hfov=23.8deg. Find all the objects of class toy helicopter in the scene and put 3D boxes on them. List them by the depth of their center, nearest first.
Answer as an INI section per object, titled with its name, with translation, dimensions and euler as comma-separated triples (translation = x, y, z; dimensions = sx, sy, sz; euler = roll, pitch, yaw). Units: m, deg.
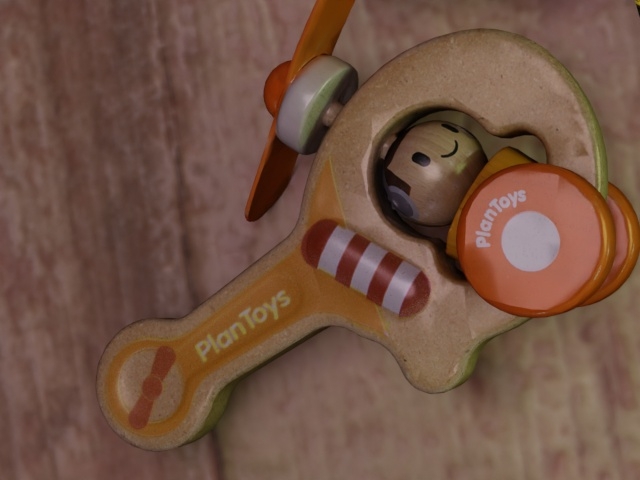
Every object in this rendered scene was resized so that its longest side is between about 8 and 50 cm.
[toy helicopter]
translation = 0.000, 0.000, 0.909
dimensions = 0.355, 0.140, 0.235
euler = -35, 80, 17

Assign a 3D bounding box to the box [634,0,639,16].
[box]
translation = 0.269, -0.118, 0.873
dimensions = 0.169, 0.054, 0.059
euler = 31, 97, 14
